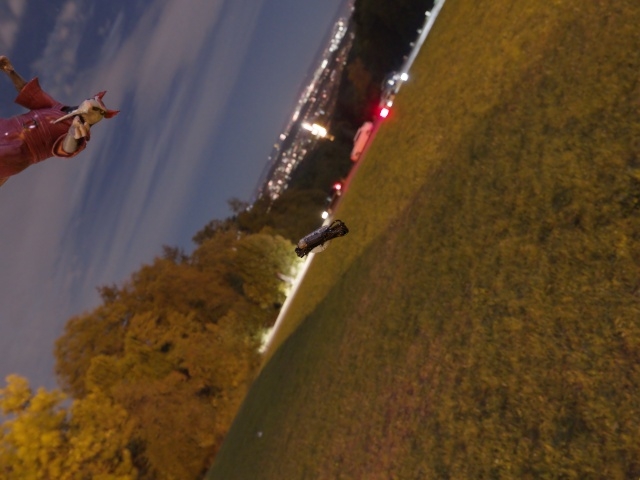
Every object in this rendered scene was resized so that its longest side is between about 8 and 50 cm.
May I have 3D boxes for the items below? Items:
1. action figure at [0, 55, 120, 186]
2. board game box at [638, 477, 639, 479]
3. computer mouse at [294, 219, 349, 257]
[{"bbox_3d":[-0.565,-0.186,1.203,0.370,0.248,0.276,-25,-27,-26],"label":"action figure"},{"bbox_3d":[0.470,0.402,0.792,0.142,0.144,0.276,38,123,45],"label":"board game box"},{"bbox_3d":[0.000,0.000,1.203,0.106,0.042,0.193,-32,2,-1],"label":"computer mouse"}]
